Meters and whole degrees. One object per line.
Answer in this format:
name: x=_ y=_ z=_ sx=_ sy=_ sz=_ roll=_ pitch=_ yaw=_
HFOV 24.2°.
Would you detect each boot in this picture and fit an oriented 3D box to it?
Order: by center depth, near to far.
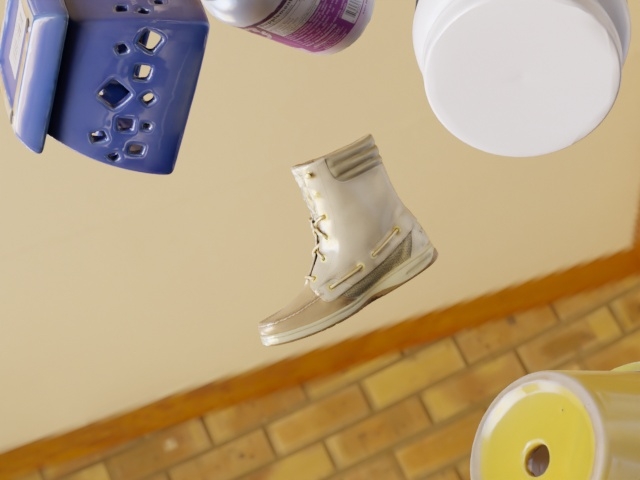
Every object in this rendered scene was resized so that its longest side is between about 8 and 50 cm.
boot: x=0.000 y=0.000 z=1.926 sx=0.262 sy=0.203 sz=0.095 roll=-30 pitch=11 yaw=-11

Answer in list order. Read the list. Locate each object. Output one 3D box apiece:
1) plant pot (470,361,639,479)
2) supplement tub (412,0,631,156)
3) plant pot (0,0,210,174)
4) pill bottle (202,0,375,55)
plant pot: x=0.283 y=0.230 z=1.452 sx=0.239 sy=0.254 sz=0.254 roll=20 pitch=-49 yaw=-38
supplement tub: x=0.182 y=-0.222 z=1.365 sx=0.191 sy=0.272 sz=0.191 roll=3 pitch=-51 yaw=4
plant pot: x=-0.287 y=-0.241 z=1.894 sx=0.212 sy=0.236 sz=0.236 roll=3 pitch=-54 yaw=-23
pill bottle: x=-0.070 y=-0.374 z=2.127 sx=0.169 sy=0.169 sz=0.301 roll=-39 pitch=-29 yaw=27
